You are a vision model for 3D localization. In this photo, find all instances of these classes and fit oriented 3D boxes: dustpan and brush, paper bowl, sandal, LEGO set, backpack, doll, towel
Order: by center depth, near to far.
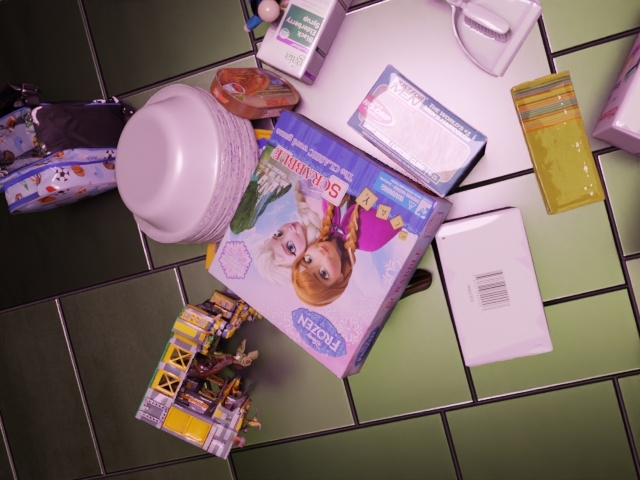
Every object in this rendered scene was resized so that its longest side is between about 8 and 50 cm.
[{"bbox_3d":[0.261,-0.399,1.198,0.211,0.060,0.147,32,100,8],"label":"dustpan and brush"},{"bbox_3d":[0.413,-0.170,1.201,0.102,0.021,0.237,-17,90,14],"label":"towel"},{"bbox_3d":[-0.163,0.229,1.211,0.192,0.331,0.254,25,85,2],"label":"LEGO set"},{"bbox_3d":[-0.100,-0.426,1.219,0.046,0.189,0.129,28,113,-30],"label":"doll"},{"bbox_3d":[-0.256,-0.135,1.229,0.284,0.148,0.284,-1,88,43],"label":"paper bowl"},{"bbox_3d":[0.103,0.112,1.267,0.220,0.090,0.060,-19,111,6],"label":"sandal"},{"bbox_3d":[-0.518,-0.163,1.299,0.264,0.277,0.213,-8,91,26],"label":"backpack"}]

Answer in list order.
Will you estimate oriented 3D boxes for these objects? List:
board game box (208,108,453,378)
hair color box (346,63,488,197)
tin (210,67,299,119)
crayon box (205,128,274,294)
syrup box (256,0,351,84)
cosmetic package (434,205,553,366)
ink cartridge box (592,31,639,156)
[{"bbox_3d":[0.000,0.000,1.114,0.319,0.066,0.317,34,107,28],"label":"board game box"},{"bbox_3d":[0.164,-0.159,1.089,0.174,0.347,0.105,38,101,8],"label":"hair color box"},{"bbox_3d":[-0.115,-0.262,1.228,0.106,0.190,0.040,44,123,19],"label":"tin"},{"bbox_3d":[-0.098,-0.039,1.262,0.203,0.083,0.322,10,97,30],"label":"crayon box"},{"bbox_3d":[-0.016,-0.410,1.241,0.093,0.096,0.236,28,98,9],"label":"syrup box"},{"bbox_3d":[0.283,0.065,1.140,0.138,0.225,0.223,-13,91,12],"label":"cosmetic package"},{"bbox_3d":[0.547,-0.274,1.072,0.117,0.201,0.278,24,99,11],"label":"ink cartridge box"}]
